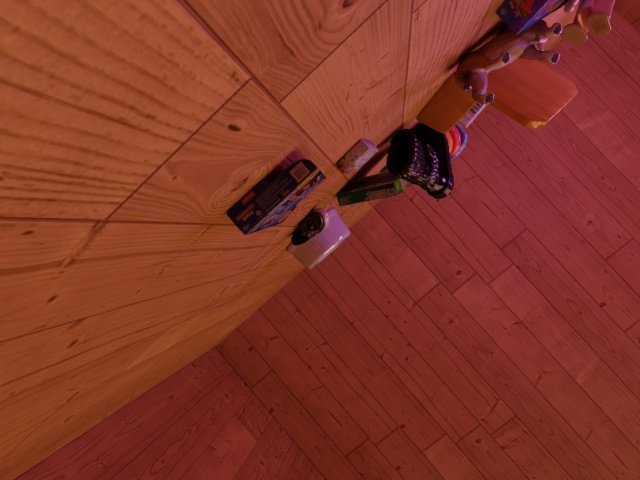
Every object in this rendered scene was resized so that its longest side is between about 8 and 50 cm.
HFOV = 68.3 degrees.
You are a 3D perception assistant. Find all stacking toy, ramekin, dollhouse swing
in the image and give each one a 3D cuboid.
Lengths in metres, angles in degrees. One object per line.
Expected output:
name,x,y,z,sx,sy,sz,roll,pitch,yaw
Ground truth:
stacking toy,0.499,-0.436,2.135,0.302,0.165,0.175,-21,156,-30
ramekin,0.000,0.000,2.033,0.277,0.135,0.277,-40,175,-4
dollhouse swing,0.586,-0.452,1.568,0.347,0.305,0.315,-40,175,-30

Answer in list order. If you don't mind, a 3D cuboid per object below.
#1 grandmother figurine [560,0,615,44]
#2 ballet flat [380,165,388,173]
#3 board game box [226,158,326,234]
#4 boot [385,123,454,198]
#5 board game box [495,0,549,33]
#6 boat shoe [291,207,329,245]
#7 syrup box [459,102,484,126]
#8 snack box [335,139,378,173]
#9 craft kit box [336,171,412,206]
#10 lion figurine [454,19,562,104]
grandmother figurine,0.779,-0.713,1.307,0.208,0.104,0.342,0,-119,47
ballet flat,0.344,-0.311,2.210,0.083,0.087,0.247,-43,175,21
board game box,-0.082,-0.094,0.997,0.194,0.060,0.194,-42,176,5
boot,0.336,-0.326,1.654,0.260,0.347,0.131,21,136,-36
board game box,0.608,-0.664,1.159,0.347,0.078,0.233,-38,174,-36
boat shoe,-0.046,-0.041,1.700,0.076,0.080,0.228,-40,-177,-34
syrup box,0.617,-0.565,1.852,0.236,0.093,0.096,-51,173,17
snack box,0.105,-0.234,1.329,0.100,0.037,0.141,-44,174,19
craft kit box,0.225,-0.208,1.770,0.250,0.060,0.247,-8,-165,37
lion figurine,0.499,-0.518,1.320,0.393,0.142,0.240,-25,-146,-10
